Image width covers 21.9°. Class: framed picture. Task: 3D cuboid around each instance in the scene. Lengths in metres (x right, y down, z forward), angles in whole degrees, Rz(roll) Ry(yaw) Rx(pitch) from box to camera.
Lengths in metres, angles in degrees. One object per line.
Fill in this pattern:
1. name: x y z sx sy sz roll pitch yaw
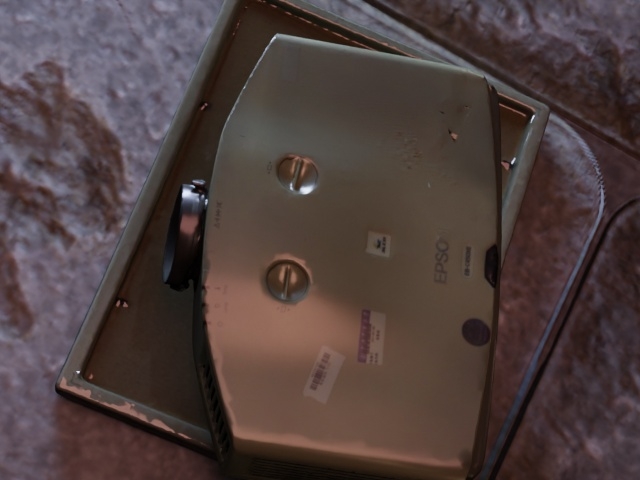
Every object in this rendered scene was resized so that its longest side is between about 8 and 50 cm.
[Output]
1. framed picture: 0.000 0.000 1.052 0.241 0.020 0.324 22 64 -6

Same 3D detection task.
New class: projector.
1. projector: 0.005 0.015 0.987 0.194 0.088 0.269 10 65 -10
